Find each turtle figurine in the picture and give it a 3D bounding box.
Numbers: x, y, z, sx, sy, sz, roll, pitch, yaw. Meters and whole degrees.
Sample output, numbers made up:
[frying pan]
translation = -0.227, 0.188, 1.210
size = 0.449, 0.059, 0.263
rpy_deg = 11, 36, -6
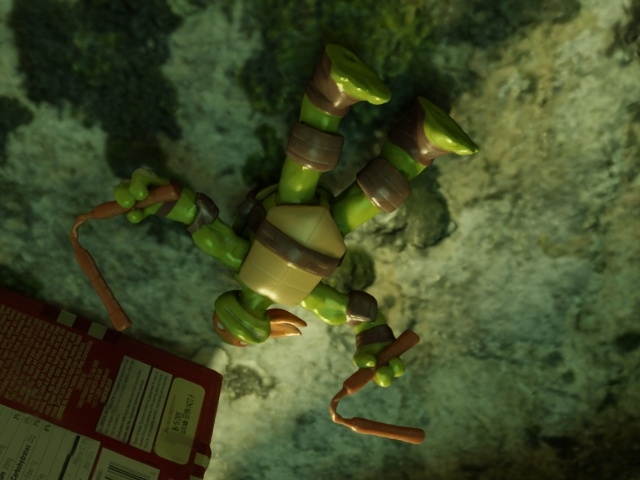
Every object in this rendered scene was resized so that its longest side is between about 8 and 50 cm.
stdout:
[turtle figurine]
translation = 0.000, 0.000, 0.767
size = 0.269, 0.087, 0.217
rpy_deg = 33, 109, -11

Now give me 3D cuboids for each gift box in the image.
[gift box]
translation = -0.205, 0.216, 0.797
size = 0.276, 0.255, 0.258
rpy_deg = 26, 118, -6
